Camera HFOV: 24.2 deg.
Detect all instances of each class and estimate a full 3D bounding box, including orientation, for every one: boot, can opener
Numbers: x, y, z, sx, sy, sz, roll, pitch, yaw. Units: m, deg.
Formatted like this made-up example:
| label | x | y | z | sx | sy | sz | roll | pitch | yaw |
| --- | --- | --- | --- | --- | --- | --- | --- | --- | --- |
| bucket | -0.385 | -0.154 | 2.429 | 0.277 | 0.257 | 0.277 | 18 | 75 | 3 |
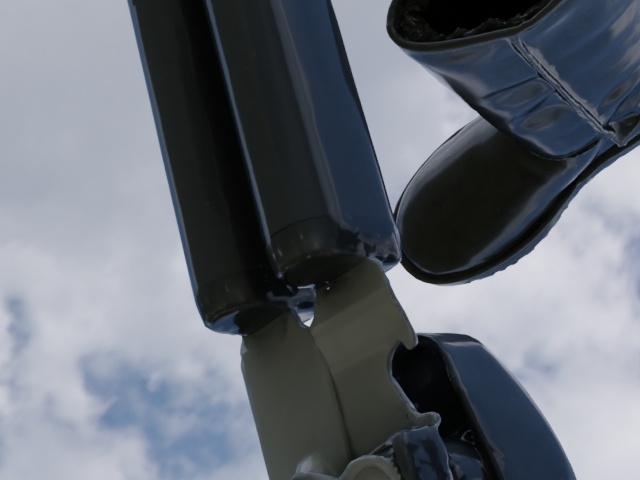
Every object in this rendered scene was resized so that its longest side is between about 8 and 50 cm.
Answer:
| label | x | y | z | sx | sy | sz | roll | pitch | yaw |
| --- | --- | --- | --- | --- | --- | --- | --- | --- | --- |
| boot | 0.076 | -0.058 | 0.638 | 0.189 | 0.208 | 0.076 | -44 | -107 | 13 |
| can opener | 0.000 | 0.000 | 0.473 | 0.074 | 0.093 | 0.280 | -33 | -112 | 40 |
